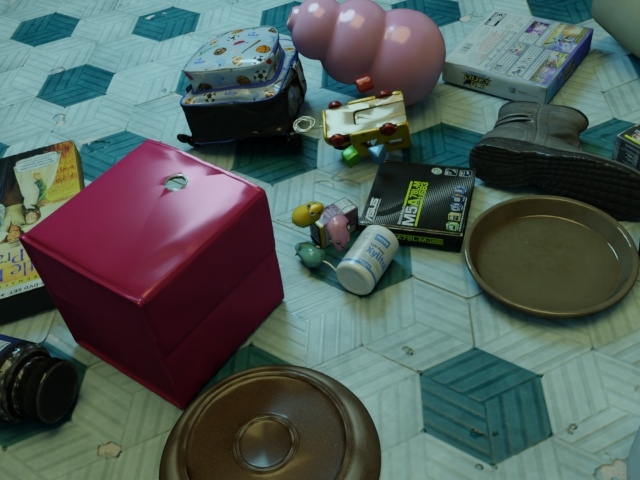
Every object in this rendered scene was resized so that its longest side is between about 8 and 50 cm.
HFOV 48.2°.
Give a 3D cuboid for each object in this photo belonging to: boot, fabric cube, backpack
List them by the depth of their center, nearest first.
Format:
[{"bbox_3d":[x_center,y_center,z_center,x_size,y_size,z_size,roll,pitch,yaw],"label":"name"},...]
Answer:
[{"bbox_3d":[-0.242,0.044,1.098,0.254,0.259,0.258,25,53,27],"label":"fabric cube"},{"bbox_3d":[0.467,-0.173,1.333,0.338,0.118,0.223,23,47,22],"label":"boot"},{"bbox_3d":[-0.155,-0.332,1.518,0.276,0.213,0.263,2,35,13],"label":"backpack"}]

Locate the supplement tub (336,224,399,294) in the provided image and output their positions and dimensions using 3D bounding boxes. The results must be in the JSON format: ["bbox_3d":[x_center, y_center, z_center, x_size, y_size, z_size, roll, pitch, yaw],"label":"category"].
[{"bbox_3d":[0.079,0.032,1.201,0.071,0.071,0.107,18,51,24],"label":"supplement tub"}]

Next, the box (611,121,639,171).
[{"bbox_3d":[0.718,-0.153,1.311,0.216,0.060,0.270,-30,48,-20],"label":"box"}]

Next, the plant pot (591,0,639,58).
[{"bbox_3d":[0.760,-0.460,1.514,0.256,0.256,0.274,-16,62,-9],"label":"plant pot"}]

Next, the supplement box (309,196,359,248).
[{"bbox_3d":[0.024,-0.032,1.284,0.083,0.055,0.043,-28,47,-20],"label":"supplement box"}]

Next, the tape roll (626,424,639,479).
[{"bbox_3d":[0.528,0.289,0.860,0.286,0.100,0.286,-4,44,4],"label":"tape roll"}]

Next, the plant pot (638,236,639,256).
[{"bbox_3d":[0.609,-0.025,1.119,0.167,0.188,0.187,-37,51,-12],"label":"plant pot"}]

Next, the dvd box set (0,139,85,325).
[{"bbox_3d":[-0.590,-0.016,1.345,0.307,0.062,0.420,-17,45,-9],"label":"dvd box set"}]

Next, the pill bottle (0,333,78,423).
[{"bbox_3d":[-0.481,0.202,1.066,0.219,0.123,0.123,10,47,16],"label":"pill bottle"}]

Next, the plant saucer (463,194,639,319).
[{"bbox_3d":[0.378,0.028,1.187,0.277,0.041,0.278,-4,45,4],"label":"plant saucer"}]

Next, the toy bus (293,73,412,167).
[{"bbox_3d":[0.084,-0.216,1.416,0.202,0.104,0.191,34,72,31],"label":"toy bus"}]

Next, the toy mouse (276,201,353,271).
[{"bbox_3d":[0.000,0.000,1.222,0.161,0.143,0.031,-25,-9,31],"label":"toy mouse"}]

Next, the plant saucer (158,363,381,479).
[{"bbox_3d":[-0.073,0.288,0.980,0.310,0.050,0.311,-3,45,3],"label":"plant saucer"}]

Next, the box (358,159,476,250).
[{"bbox_3d":[0.180,-0.069,1.308,0.184,0.045,0.191,9,46,15],"label":"box"}]

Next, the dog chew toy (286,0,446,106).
[{"bbox_3d":[0.091,-0.410,1.499,0.331,0.207,0.207,18,43,-13],"label":"dog chew toy"}]

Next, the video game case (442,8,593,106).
[{"bbox_3d":[0.445,-0.417,1.613,0.244,0.061,0.269,23,52,29],"label":"video game case"}]
